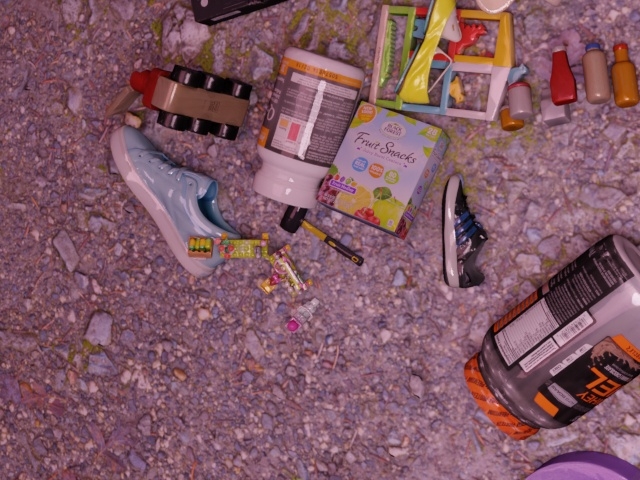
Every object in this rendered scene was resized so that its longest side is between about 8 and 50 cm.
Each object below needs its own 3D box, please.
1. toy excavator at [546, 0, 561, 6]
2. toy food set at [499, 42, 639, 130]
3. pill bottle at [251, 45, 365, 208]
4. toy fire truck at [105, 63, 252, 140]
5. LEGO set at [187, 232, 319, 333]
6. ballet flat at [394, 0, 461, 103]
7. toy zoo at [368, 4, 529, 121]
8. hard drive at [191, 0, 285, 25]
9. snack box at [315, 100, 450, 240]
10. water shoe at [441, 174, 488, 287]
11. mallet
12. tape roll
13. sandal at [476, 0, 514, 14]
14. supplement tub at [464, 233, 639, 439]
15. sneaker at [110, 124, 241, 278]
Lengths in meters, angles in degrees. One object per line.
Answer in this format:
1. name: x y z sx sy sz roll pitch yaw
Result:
1. toy excavator: 0.207 -0.598 1.693 0.222 0.445 0.433 -57 26 19
2. toy food set: 0.404 -0.264 1.646 0.232 0.111 0.104 -11 74 29
3. pill bottle: -0.029 -0.212 1.848 0.162 0.162 0.278 23 102 26
4. toy fire truck: -0.297 -0.283 1.969 0.246 0.217 0.158 28 105 36
5. LEGO set: -0.121 0.051 1.887 0.287 0.107 0.132 35 94 -2
6. ballet flat: 0.206 -0.349 1.740 0.077 0.077 0.231 23 105 5
7. toy zoo: 0.235 -0.321 1.776 0.293 0.030 0.192 10 96 28
8. hard drive: -0.168 -0.625 1.966 0.237 0.064 0.339 -12 87 28
9. snack box: 0.114 -0.130 1.798 0.174 0.070 0.207 23 85 26
10. water shoe: 0.260 -0.016 1.763 0.080 0.073 0.203 0 91 2
11. mallet: 0.000 0.000 1.912 0.190 0.039 0.062 42 108 17
12. tape roll: 0.451 0.499 1.651 0.275 0.090 0.275 0 91 28
13. sandal: 0.308 -0.467 1.529 0.088 0.079 0.240 30 108 2
14. supplement tub: 0.411 0.165 1.596 0.338 0.207 0.207 -43 72 23
15. sneaker: -0.285 -0.109 2.018 0.150 0.135 0.366 -37 83 16
